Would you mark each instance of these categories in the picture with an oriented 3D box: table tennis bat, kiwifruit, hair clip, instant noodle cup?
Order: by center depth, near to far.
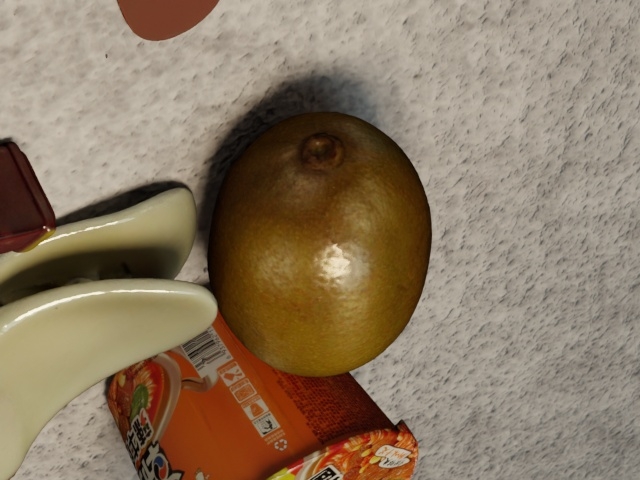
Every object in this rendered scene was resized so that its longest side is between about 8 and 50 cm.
[{"bbox_3d":[-0.116,-0.203,1.438,0.087,0.013,0.156,-33,149,-6],"label":"table tennis bat"},{"bbox_3d":[-0.205,0.067,1.603,0.282,0.113,0.172,-31,147,-6],"label":"hair clip"},{"bbox_3d":[0.000,0.000,1.637,0.196,0.196,0.234,-24,142,-24],"label":"kiwifruit"},{"bbox_3d":[-0.062,0.176,1.766,0.250,0.192,0.250,-27,154,-14],"label":"instant noodle cup"}]

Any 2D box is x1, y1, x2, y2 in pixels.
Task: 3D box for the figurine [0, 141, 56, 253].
[{"bbox_3d":[-0.287,-0.009,1.457,0.154,0.082,0.098,-14,159,-34],"label":"figurine"}]
